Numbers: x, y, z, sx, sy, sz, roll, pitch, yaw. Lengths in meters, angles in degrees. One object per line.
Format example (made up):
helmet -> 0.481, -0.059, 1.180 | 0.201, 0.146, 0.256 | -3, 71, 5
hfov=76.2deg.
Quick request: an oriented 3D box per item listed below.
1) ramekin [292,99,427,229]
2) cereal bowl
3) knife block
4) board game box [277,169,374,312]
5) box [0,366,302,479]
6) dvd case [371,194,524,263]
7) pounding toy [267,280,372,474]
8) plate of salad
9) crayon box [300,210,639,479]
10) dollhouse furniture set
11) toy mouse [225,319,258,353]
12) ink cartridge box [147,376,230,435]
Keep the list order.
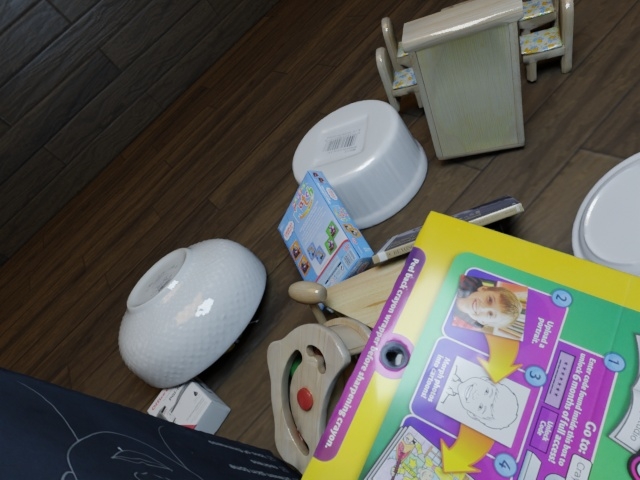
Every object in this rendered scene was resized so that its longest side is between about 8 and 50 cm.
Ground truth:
ramekin -> 0.073, -0.169, 0.875 | 0.278, 0.135, 0.277 | -20, 45, 22
cereal bowl -> -0.286, 0.118, 0.848 | 0.339, 0.141, 0.338 | -28, 30, 18
knife block -> 0.167, 0.061, 0.643 | 0.276, 0.088, 0.242 | 18, 66, 45
board game box -> 0.000, 0.000, 0.753 | 0.211, 0.039, 0.160 | 60, 137, 30
box -> -0.098, 0.360, 0.290 | 0.472, 0.480, 0.297 | 10, 64, 42
dvd case -> 0.201, -0.022, 0.662 | 0.222, 0.018, 0.164 | -22, 2, 21
pounding toy -> 0.028, 0.188, 0.592 | 0.154, 0.155, 0.269 | -12, 82, 44
plate of salad -> 0.417, -0.028, 0.520 | 0.199, 0.048, 0.199 | -58, 18, 31
crayon box -> 0.194, 0.184, 0.424 | 0.313, 0.106, 0.362 | 22, 72, 22
dollhouse furniture set -> 0.283, -0.394, 0.790 | 0.363, 0.256, 0.393 | -6, 52, 25
toy mouse -> -0.227, 0.188, 0.871 | 0.161, 0.031, 0.143 | -48, 42, -7
ink cartridge box -> -0.247, 0.316, 0.758 | 0.135, 0.056, 0.099 | 17, 67, 44
